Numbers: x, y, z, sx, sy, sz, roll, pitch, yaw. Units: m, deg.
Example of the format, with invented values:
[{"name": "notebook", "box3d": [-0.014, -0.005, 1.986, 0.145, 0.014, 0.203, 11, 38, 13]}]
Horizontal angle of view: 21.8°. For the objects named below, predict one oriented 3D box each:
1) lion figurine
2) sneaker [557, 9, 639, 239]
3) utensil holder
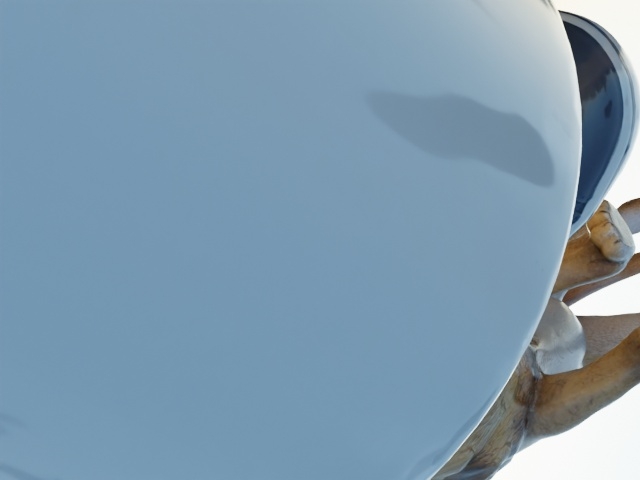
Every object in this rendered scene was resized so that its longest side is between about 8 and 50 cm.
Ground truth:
[{"name": "lion figurine", "box3d": [0.112, 0.064, 0.993, 0.240, 0.142, 0.392, -30, 167, 25]}, {"name": "sneaker", "box3d": [0.000, 0.000, 0.777, 0.321, 0.126, 0.127, -32, 173, 18]}, {"name": "utensil holder", "box3d": [-0.137, -0.083, 0.509, 0.328, 0.327, 0.385, -27, 144, 24]}]
